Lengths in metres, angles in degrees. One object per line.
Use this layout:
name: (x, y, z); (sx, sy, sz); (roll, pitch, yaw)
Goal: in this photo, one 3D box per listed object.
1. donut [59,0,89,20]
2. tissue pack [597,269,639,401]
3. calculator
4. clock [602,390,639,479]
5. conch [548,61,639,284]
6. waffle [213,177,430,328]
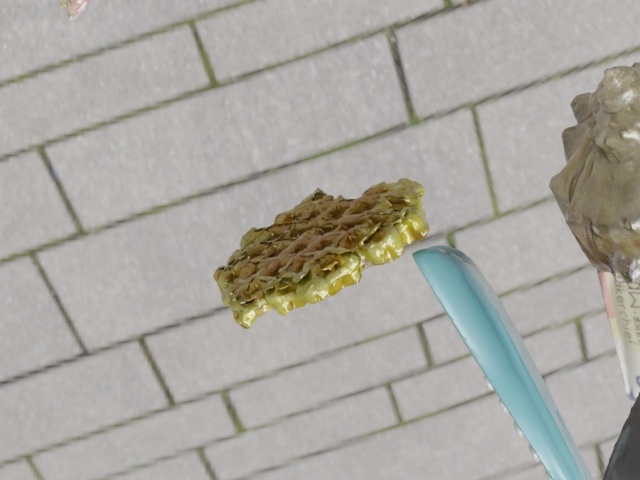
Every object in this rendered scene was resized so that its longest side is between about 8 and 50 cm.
donut: (-0.230, -0.295, 1.389); (0.065, 0.166, 0.117); (44, 78, -6)
tissue pack: (0.520, 0.090, 1.689); (0.343, 0.125, 0.242); (1, 118, 39)
calculator: (0.229, 0.169, 1.598); (0.054, 0.256, 0.386); (-29, 86, 8)
clock: (0.207, 0.180, 0.916); (0.040, 0.184, 0.184); (17, 132, 18)
conch: (0.323, -0.043, 1.353); (0.186, 0.263, 0.324); (-26, 119, -12)
waffle: (0.001, 0.002, 1.558); (0.291, 0.291, 0.051); (-24, 108, 6)
